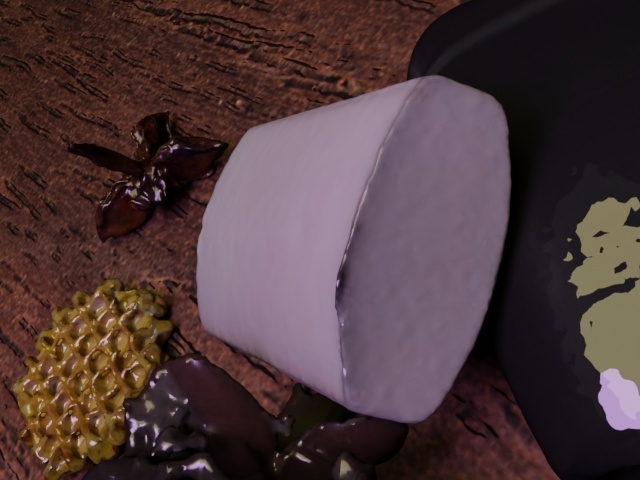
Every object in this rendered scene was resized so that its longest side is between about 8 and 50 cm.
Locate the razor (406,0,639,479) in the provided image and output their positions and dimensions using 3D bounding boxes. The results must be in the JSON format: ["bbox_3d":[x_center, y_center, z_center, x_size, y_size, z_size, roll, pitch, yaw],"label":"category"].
[{"bbox_3d":[0.172,-0.033,0.461,0.204,0.113,0.349,-28,49,18],"label":"razor"}]

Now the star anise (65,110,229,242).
[{"bbox_3d":[-0.191,-0.081,0.755,0.140,0.144,0.158,17,75,51],"label":"star anise"}]

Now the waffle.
[{"bbox_3d":[-0.206,0.118,0.708,0.191,0.038,0.191,-19,54,28],"label":"waffle"}]

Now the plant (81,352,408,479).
[{"bbox_3d":[-0.036,0.179,0.440,0.178,0.204,0.233,3,69,30],"label":"plant"}]

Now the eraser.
[{"bbox_3d":[0.000,0.000,0.511,0.270,0.095,0.174,5,79,65],"label":"eraser"}]
